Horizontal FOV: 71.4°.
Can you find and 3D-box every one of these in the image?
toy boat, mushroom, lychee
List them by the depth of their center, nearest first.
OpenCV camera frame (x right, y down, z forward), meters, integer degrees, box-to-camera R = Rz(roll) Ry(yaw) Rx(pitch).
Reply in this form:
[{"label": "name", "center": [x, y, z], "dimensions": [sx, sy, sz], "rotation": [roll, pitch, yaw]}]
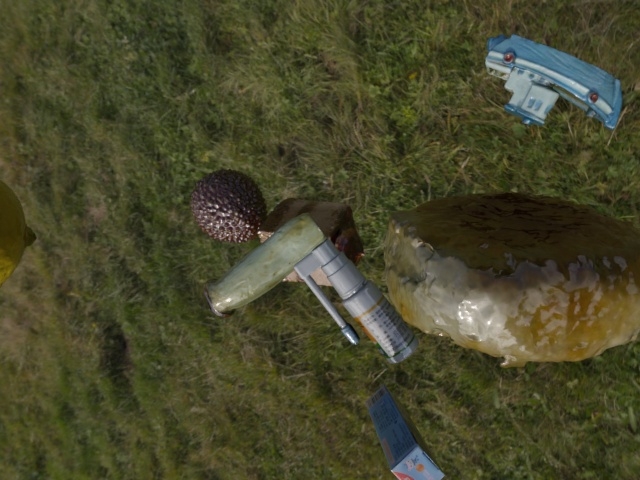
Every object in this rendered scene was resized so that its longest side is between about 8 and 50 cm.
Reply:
[{"label": "toy boat", "center": [0.326, -0.216, 0.652], "dimensions": [0.215, 0.088, 0.102], "rotation": [30, 110, 16]}, {"label": "mushroom", "center": [-0.125, 0.058, 1.000], "dimensions": [0.312, 0.081, 0.100], "rotation": [-36, 102, 3]}, {"label": "lychee", "center": [-0.286, -0.101, 1.465], "dimensions": [0.272, 0.271, 0.271], "rotation": [2, 93, 33]}]

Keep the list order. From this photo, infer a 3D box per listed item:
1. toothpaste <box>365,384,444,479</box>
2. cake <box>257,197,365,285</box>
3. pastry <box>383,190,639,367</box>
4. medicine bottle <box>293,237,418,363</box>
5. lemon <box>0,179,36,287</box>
[{"label": "toothpaste", "center": [0.110, 0.262, 0.588], "dimensions": [0.044, 0.193, 0.070], "rotation": [-43, 93, -1]}, {"label": "cake", "center": [0.000, 0.000, 1.249], "dimensions": [0.293, 0.198, 0.196], "rotation": [4, 124, 26]}, {"label": "pastry", "center": [0.153, 0.023, 0.360], "dimensions": [0.182, 0.193, 0.093], "rotation": [-131, 36, -65]}, {"label": "medicine bottle", "center": [0.055, 0.102, 0.708], "dimensions": [0.092, 0.061, 0.220], "rotation": [-37, 93, 12]}, {"label": "lemon", "center": [-0.649, -0.013, 0.728], "dimensions": [0.260, 0.284, 0.260], "rotation": [40, 142, 40]}]
